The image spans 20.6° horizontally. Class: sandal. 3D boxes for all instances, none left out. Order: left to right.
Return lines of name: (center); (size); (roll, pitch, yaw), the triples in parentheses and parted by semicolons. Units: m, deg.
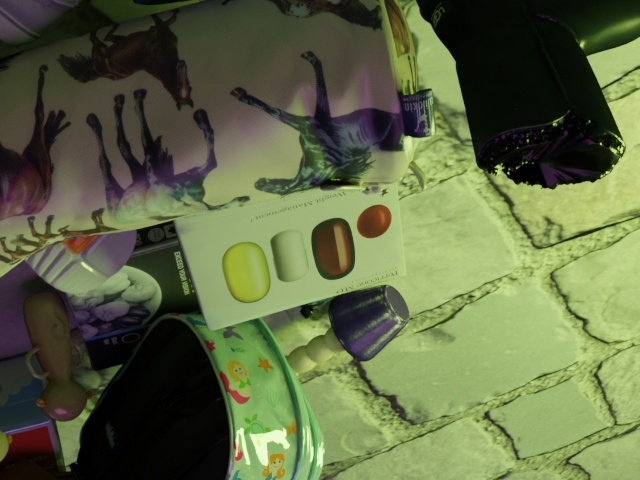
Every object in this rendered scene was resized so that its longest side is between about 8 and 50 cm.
sandal: (-0.253, -0.065, 1.496); (0.102, 0.076, 0.265); (-37, 126, 3)

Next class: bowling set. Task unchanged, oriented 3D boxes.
bowling set: (-0.372, 0.151, 1.661); (0.200, 0.154, 0.287); (-18, 173, 42)

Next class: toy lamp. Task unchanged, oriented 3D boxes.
toy lamp: (-0.026, 0.131, 1.915); (0.274, 0.080, 0.080); (-31, 147, 22)

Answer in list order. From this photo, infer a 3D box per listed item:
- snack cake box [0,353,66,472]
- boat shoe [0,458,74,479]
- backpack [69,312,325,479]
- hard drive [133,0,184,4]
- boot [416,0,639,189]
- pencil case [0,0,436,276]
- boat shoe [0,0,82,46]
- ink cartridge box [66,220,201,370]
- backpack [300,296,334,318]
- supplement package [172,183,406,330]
snack cake box: (-0.408, 0.216, 1.839); (0.264, 0.089, 0.152); (-13, 147, -9)
boat shoe: (-0.319, 0.285, 1.813); (0.307, 0.104, 0.110); (9, 148, -41)
backpack: (-0.111, 0.195, 1.746); (0.191, 0.225, 0.253); (-2, 140, -33)
hard drive: (-0.031, -0.298, 1.256); (0.210, 0.040, 0.319); (-10, 149, -13)
boot: (0.210, -0.138, 1.478); (0.246, 0.207, 0.094); (0, 145, -28)
pencil case: (-0.122, -0.082, 1.352); (0.410, 0.183, 0.160); (-15, 180, -2)
boat shoe: (-0.241, -0.217, 1.252); (0.081, 0.079, 0.227); (-30, 154, 9)
ink cartridge box: (-0.145, 0.043, 1.743); (0.208, 0.045, 0.206); (-17, 150, -6)
backpack: (0.000, 0.000, 1.684); (0.114, 0.105, 0.084); (-31, 160, 13)
supplement package: (-0.039, -0.052, 1.541); (0.194, 0.149, 0.203); (-16, 148, -3)
